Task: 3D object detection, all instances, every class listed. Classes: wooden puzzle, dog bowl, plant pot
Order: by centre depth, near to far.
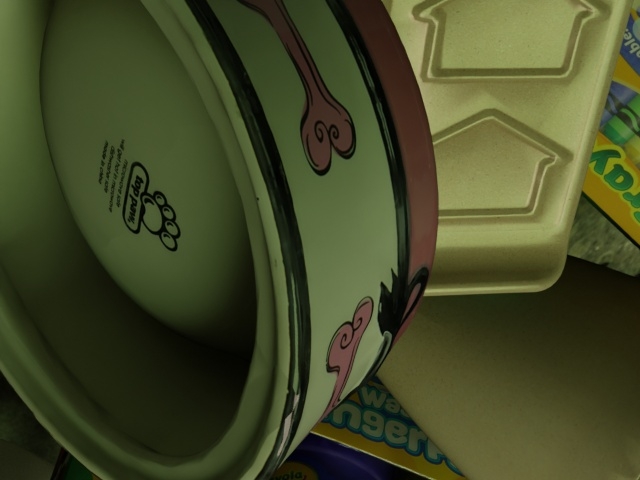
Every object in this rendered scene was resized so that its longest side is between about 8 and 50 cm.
[{"bbox_3d":[-0.097,-0.050,0.932,0.150,0.408,0.408,-25,160,-36],"label":"dog bowl"},{"bbox_3d":[0.047,-0.119,1.098,0.322,0.080,0.348,-2,125,-12],"label":"wooden puzzle"},{"bbox_3d":[0.172,0.107,1.339,0.256,0.274,0.256,-53,165,-21],"label":"plant pot"}]

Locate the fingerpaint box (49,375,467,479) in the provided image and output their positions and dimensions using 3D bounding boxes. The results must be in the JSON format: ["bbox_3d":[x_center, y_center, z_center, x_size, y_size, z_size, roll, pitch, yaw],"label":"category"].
[{"bbox_3d":[-0.020,0.270,1.369,0.444,0.371,0.163,23,140,-9],"label":"fingerpaint box"}]

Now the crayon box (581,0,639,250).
[{"bbox_3d":[0.274,-0.122,1.187,0.323,0.203,0.083,-46,-178,42],"label":"crayon box"}]

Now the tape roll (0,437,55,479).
[{"bbox_3d":[-0.377,0.331,1.559,0.392,0.072,0.392,6,132,7],"label":"tape roll"}]
